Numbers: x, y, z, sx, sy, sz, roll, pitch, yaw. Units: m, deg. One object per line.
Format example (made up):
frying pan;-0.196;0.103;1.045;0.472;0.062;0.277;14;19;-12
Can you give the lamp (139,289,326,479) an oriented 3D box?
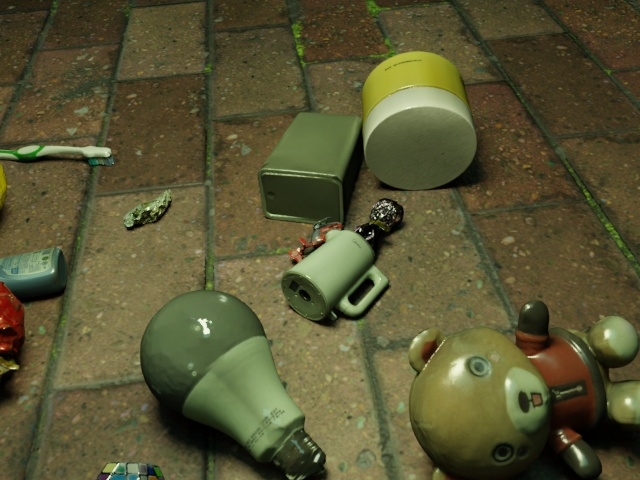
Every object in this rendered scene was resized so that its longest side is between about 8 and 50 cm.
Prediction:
lamp;-0.136;0.214;0.951;0.182;0.182;0.313;-21;63;-19

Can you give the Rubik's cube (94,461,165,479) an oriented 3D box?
Rubik's cube;-0.245;0.330;0.861;0.111;0.111;0.093;1;66;5

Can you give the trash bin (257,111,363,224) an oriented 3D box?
trash bin;-0.011;-0.153;1.376;0.164;0.122;0.240;6;40;12

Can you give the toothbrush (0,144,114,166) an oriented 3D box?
toothbrush;-0.663;-0.199;1.530;0.418;0.040;0.042;4;44;9

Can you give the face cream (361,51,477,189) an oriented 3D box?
face cream;0.192;-0.239;1.367;0.218;0.218;0.179;-2;49;2

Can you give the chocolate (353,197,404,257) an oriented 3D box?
chocolate;0.103;-0.019;1.251;0.070;0.072;0.147;-32;17;39

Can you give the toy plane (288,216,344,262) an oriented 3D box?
toy plane;0.000;0.000;1.262;0.145;0.037;0.060;-26;56;-29

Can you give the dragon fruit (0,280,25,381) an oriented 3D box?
dragon fruit;-0.545;0.139;1.049;0.172;0.172;0.209;-23;35;-21

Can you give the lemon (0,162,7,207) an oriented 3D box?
lemon;-0.720;-0.107;1.294;0.241;0.240;0.219;11;22;16

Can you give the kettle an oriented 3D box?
kettle;0.027;0.059;1.149;0.127;0.098;0.148;21;43;33

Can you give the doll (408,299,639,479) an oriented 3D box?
doll;0.272;0.200;0.915;0.330;0.234;0.174;-9;-2;-18

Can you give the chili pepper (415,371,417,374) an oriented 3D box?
chili pepper;0.181;0.216;1.014;0.091;0.034;0.030;21;14;26

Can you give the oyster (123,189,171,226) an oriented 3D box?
oyster;-0.344;-0.059;1.364;0.100;0.037;0.098;-27;24;3

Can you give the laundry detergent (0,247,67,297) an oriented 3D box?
laundry detergent;-0.561;0.066;1.206;0.207;0.061;0.096;-10;44;-6
